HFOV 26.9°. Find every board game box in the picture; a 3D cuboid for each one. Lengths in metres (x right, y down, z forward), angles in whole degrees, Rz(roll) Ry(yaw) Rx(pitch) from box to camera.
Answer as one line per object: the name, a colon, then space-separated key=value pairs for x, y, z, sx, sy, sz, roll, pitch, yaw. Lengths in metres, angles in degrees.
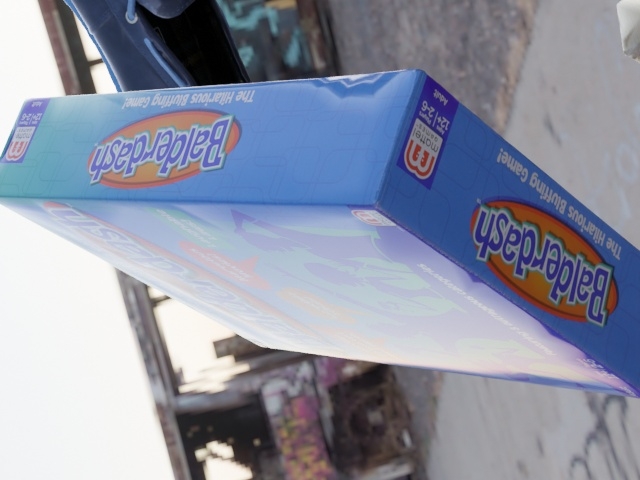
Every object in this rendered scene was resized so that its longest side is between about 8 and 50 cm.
board game box: x=0.000 y=0.000 z=0.492 sx=0.160 sy=0.210 sz=0.047 roll=32 pitch=-109 yaw=-39

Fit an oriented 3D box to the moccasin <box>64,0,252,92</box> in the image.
moccasin: x=-0.116 y=-0.196 z=1.044 sx=0.137 sy=0.117 sz=0.342 roll=-50 pitch=-57 yaw=-42

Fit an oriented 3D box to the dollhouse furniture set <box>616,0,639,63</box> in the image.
dollhouse furniture set: x=0.268 y=-0.062 z=0.716 sx=0.101 sy=0.182 sz=0.161 roll=-40 pitch=37 yaw=41
